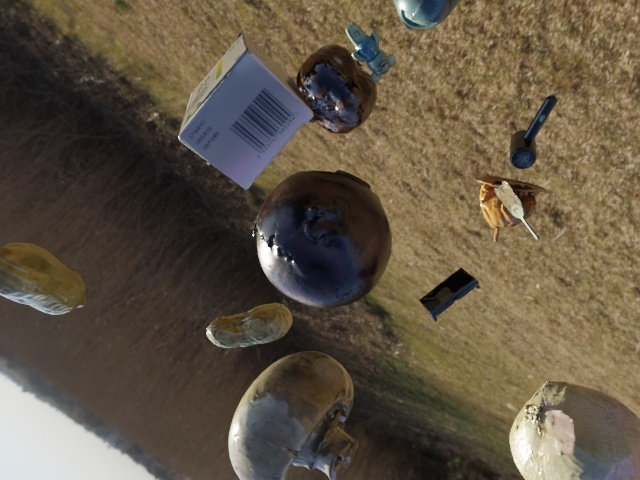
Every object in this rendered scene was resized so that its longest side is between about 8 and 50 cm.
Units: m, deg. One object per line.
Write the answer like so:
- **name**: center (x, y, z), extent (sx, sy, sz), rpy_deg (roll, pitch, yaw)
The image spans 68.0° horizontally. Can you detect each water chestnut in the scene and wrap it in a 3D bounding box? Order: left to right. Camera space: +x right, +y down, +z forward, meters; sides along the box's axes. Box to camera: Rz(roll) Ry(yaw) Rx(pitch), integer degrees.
- **water chestnut**: center (0.032, -0.554, 1.809), extent (0.335, 0.346, 0.335), rpy_deg (45, 158, 25)

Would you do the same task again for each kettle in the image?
- **kettle**: center (0.305, -0.742, 1.243), extent (0.246, 0.342, 0.319), rpy_deg (16, 162, -5)

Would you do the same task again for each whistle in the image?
- **whistle**: center (0.166, -0.639, 1.598), extent (0.235, 0.114, 0.077), rpy_deg (34, -164, -42)

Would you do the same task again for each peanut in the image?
- **peanut**: center (-0.661, 0.089, 1.115), extent (0.147, 0.148, 0.319), rpy_deg (29, 165, 11)
- **peanut**: center (-0.250, 0.303, 1.673), extent (0.305, 0.147, 0.147), rpy_deg (-14, 134, 6)

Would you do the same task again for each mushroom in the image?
- **mushroom**: center (-0.033, 0.296, 0.801), extent (0.195, 0.253, 0.189), rpy_deg (27, 138, 30)

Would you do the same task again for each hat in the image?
- **hat**: center (0.668, -0.102, 1.754), extent (0.233, 0.244, 0.234), rpy_deg (31, 120, 49)

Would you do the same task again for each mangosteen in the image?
- **mangosteen**: center (0.007, -0.020, 1.310), extent (0.381, 0.381, 0.421), rpy_deg (43, -171, -11)

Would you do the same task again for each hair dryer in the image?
- **hair dryer**: center (0.604, -0.315, 1.324), extent (0.071, 0.124, 0.219), rpy_deg (22, 130, 3)

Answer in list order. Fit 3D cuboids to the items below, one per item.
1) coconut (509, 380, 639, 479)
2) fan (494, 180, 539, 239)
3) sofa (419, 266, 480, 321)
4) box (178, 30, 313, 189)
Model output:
- **coconut**: center (0.598, 0.483, 1.105), extent (0.297, 0.297, 0.254), rpy_deg (-2, 147, 46)
- **fan**: center (0.663, -0.097, 1.592), extent (0.227, 0.008, 0.152), rpy_deg (59, -179, 11)
- **sofa**: center (0.337, 0.147, 1.219), extent (0.060, 0.147, 0.085), rpy_deg (51, -178, -20)
- **box**: center (-0.140, -0.251, 0.860), extent (0.145, 0.173, 0.333), rpy_deg (39, -165, -26)
